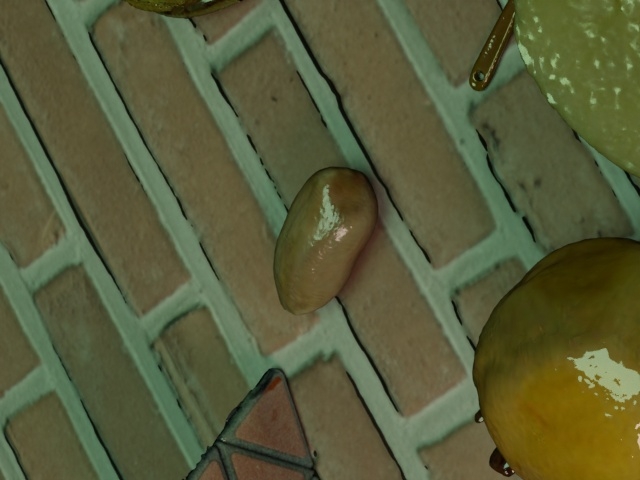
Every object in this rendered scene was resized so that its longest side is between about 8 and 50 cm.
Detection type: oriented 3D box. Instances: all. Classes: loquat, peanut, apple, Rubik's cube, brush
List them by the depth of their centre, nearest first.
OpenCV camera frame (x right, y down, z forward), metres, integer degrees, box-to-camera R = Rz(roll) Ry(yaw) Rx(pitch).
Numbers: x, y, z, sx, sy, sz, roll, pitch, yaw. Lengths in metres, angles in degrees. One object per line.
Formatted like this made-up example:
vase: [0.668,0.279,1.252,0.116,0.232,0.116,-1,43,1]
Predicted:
apple: [0.290,-0.199,1.408,0.257,0.233,0.295,36,155,31]
loquat: [0.231,0.110,1.513,0.238,0.193,0.238,20,128,27]
brush: [0.164,-0.199,1.628,0.043,0.014,0.170,34,113,22]
peanut: [0.000,0.000,1.717,0.076,0.076,0.152,38,118,23]
Rubik's cube: [-0.094,0.294,1.768,0.228,0.228,0.233,-18,129,-4]

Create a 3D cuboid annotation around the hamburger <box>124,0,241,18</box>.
hamburger: [-0.117,-0.283,1.742,0.185,0.113,0.177,-43,68,20]
